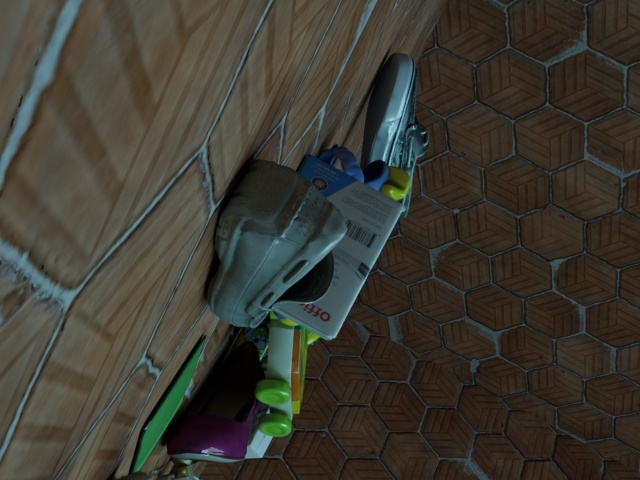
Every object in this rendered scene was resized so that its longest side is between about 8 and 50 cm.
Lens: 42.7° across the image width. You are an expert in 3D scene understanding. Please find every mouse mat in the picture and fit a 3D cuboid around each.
[{"bbox_3d":[-0.195,0.217,1.028,0.152,0.007,0.189,-60,178,-42],"label":"mouse mat"}]

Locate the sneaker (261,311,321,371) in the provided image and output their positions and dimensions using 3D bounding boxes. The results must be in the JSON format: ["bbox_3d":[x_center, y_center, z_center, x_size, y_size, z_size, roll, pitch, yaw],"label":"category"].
[{"bbox_3d":[-0.097,0.191,1.812,0.343,0.134,0.146,-43,126,-62],"label":"sneaker"}]

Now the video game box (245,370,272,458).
[{"bbox_3d":[-0.154,0.342,1.608,0.205,0.048,0.187,-16,-149,42],"label":"video game box"}]

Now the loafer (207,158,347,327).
[{"bbox_3d":[-0.045,0.030,0.821,0.112,0.111,0.319,-61,177,-20],"label":"loafer"}]

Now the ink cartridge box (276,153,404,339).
[{"bbox_3d":[-0.002,0.012,1.098,0.203,0.148,0.086,-61,179,-10],"label":"ink cartridge box"}]

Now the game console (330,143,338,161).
[{"bbox_3d":[0.026,-0.083,1.465,0.085,0.124,0.144,-35,172,-10],"label":"game console"}]

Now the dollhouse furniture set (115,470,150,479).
[{"bbox_3d":[-0.225,0.392,0.699,0.394,0.256,0.362,-4,124,-62],"label":"dollhouse furniture set"}]

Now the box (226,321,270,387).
[{"bbox_3d":[-0.147,0.230,1.553,0.169,0.059,0.054,-61,177,-14],"label":"box"}]

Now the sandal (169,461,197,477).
[{"bbox_3d":[-0.248,0.430,1.707,0.254,0.054,0.097,-61,177,-27],"label":"sandal"}]

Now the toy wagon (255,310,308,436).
[{"bbox_3d":[-0.059,0.151,1.355,0.344,0.068,0.267,92,2,-53],"label":"toy wagon"}]

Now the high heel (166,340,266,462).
[{"bbox_3d":[-0.164,0.253,1.327,0.377,0.127,0.181,82,13,-83],"label":"high heel"}]

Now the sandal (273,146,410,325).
[{"bbox_3d":[0.007,-0.017,1.220,0.126,0.138,0.317,-16,-141,53],"label":"sandal"}]

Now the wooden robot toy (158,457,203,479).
[{"bbox_3d":[-0.257,0.409,1.465,0.173,0.076,0.079,104,-21,-80],"label":"wooden robot toy"}]

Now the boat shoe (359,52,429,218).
[{"bbox_3d":[0.150,-0.196,1.588,0.121,0.119,0.335,-107,-156,-59],"label":"boat shoe"}]
